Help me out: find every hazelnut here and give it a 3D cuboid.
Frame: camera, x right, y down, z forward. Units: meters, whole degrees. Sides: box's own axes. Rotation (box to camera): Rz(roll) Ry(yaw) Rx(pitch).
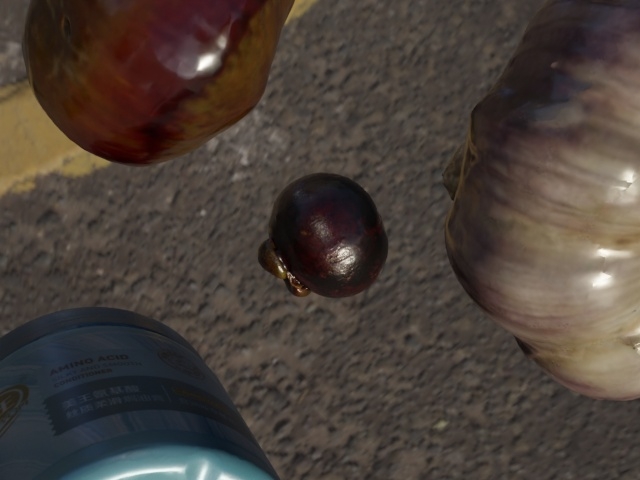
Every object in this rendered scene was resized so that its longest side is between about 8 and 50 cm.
[{"bbox_3d":[-0.141,-0.180,1.098,0.217,0.251,0.217,29,26,-16],"label":"hazelnut"}]

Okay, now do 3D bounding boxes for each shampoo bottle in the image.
[{"bbox_3d":[-0.212,0.282,1.348,0.331,0.343,0.331,-7,112,-19],"label":"shampoo bottle"}]

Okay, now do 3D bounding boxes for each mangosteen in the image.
[{"bbox_3d":[0.000,0.000,1.497,0.152,0.152,0.152,7,65,-16],"label":"mangosteen"}]

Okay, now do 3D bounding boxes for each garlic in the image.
[{"bbox_3d":[0.153,-0.040,0.667,0.160,0.245,0.245,23,51,40],"label":"garlic"}]
